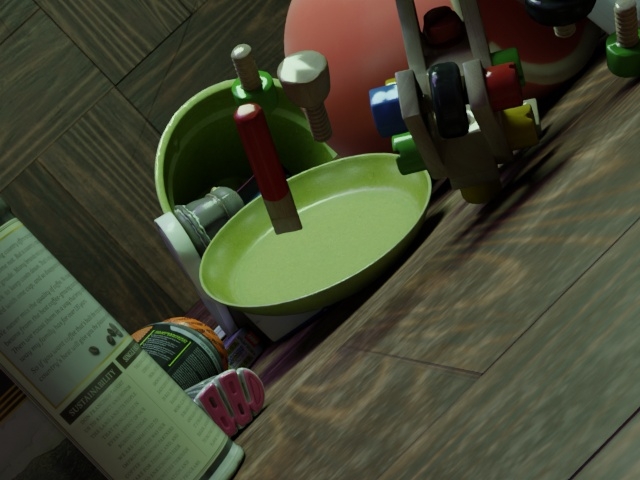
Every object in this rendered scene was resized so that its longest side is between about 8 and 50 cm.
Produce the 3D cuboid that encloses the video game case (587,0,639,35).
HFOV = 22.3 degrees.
[{"bbox_3d":[0.227,-0.364,1.594,0.300,0.329,0.036,-48,-4,-47],"label":"video game case"}]

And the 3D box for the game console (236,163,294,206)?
[{"bbox_3d":[-0.055,-0.004,1.960,0.085,0.144,0.124,-42,4,35],"label":"game console"}]

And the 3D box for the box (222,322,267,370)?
[{"bbox_3d":[-0.154,0.181,1.787,0.207,0.036,0.114,-41,4,35],"label":"box"}]

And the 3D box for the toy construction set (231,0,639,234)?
[{"bbox_3d":[0.083,-0.098,1.356,0.309,0.257,0.237,-28,-44,-11],"label":"toy construction set"}]

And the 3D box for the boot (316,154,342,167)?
[{"bbox_3d":[0.056,-0.115,1.823,0.112,0.115,0.305,-30,1,40],"label":"boot"}]

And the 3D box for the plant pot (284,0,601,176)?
[{"bbox_3d":[0.137,-0.220,1.657,0.275,0.275,0.243,-46,13,-31],"label":"plant pot"}]

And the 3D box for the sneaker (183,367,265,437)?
[{"bbox_3d":[-0.123,0.172,1.393,0.170,0.063,0.075,-39,3,-12],"label":"sneaker"}]

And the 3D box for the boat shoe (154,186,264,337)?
[{"bbox_3d":[-0.096,0.036,1.802,0.091,0.109,0.305,-35,-26,-5],"label":"boat shoe"}]

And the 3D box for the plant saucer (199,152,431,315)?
[{"bbox_3d":[0.000,0.000,1.552,0.241,0.037,0.241,-20,29,12],"label":"plant saucer"}]

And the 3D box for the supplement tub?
[{"bbox_3d":[-0.165,0.154,1.593,0.117,0.117,0.190,-41,4,29],"label":"supplement tub"}]

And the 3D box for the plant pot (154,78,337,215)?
[{"bbox_3d":[-0.092,-0.046,2.204,0.276,0.276,0.254,-45,-7,-19],"label":"plant pot"}]

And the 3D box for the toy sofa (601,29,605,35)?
[{"bbox_3d":[0.247,-0.304,1.885,0.150,0.177,0.362,-44,5,-15],"label":"toy sofa"}]

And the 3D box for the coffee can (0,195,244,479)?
[{"bbox_3d":[-0.223,0.132,1.239,0.201,0.275,0.201,-44,4,3],"label":"coffee can"}]

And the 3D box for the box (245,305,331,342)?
[{"bbox_3d":[-0.006,0.025,1.683,0.137,0.072,0.126,-45,4,-32],"label":"box"}]

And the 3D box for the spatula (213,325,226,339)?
[{"bbox_3d":[-0.151,0.131,2.430,0.168,0.019,0.242,-41,5,48],"label":"spatula"}]
